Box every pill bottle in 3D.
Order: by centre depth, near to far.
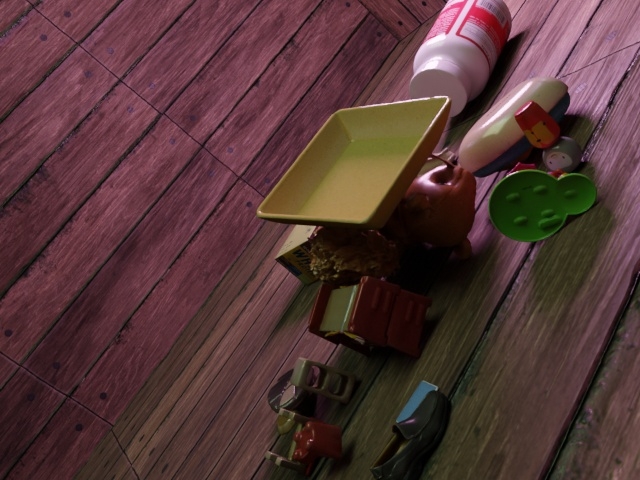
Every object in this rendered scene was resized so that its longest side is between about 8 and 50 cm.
[{"bbox_3d":[0.420,-0.563,1.887,0.229,0.229,0.408,-29,25,53],"label":"pill bottle"}]

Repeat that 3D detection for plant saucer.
[{"bbox_3d":[0.074,-0.138,1.244,0.332,0.081,0.333,6,53,48],"label":"plant saucer"},{"bbox_3d":[-0.072,0.393,1.390,0.083,0.015,0.083,-45,15,16],"label":"plant saucer"}]

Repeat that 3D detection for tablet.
[{"bbox_3d":[0.160,0.272,1.027,0.083,0.006,0.054,-54,15,-12],"label":"tablet"}]

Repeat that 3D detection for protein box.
[{"bbox_3d":[0.000,0.000,1.913,0.199,0.136,0.201,-29,25,52],"label":"protein box"}]

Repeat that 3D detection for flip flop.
[{"bbox_3d":[-0.049,0.329,1.371,0.112,0.080,0.277,-33,-2,-2],"label":"flip flop"}]

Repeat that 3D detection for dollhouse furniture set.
[{"bbox_3d":[0.052,0.264,1.171,0.201,0.152,0.374,-15,55,65],"label":"dollhouse furniture set"}]

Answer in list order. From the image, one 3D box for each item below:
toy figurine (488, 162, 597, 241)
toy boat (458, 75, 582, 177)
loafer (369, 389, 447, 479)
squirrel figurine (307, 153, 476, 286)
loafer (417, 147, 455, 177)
[{"bbox_3d":[0.387,-0.094,1.097,0.173,0.130,0.159,-18,18,24],"label":"toy figurine"},{"bbox_3d":[0.414,-0.210,1.252,0.267,0.148,0.318,-42,8,9],"label":"toy boat"},{"bbox_3d":[0.136,0.293,0.933,0.170,0.061,0.062,-57,15,-26],"label":"loafer"},{"bbox_3d":[0.157,-0.029,1.342,0.397,0.281,0.370,-48,27,-9],"label":"squirrel figurine"},{"bbox_3d":[0.227,-0.196,1.663,0.268,0.092,0.102,-20,7,11],"label":"loafer"}]
